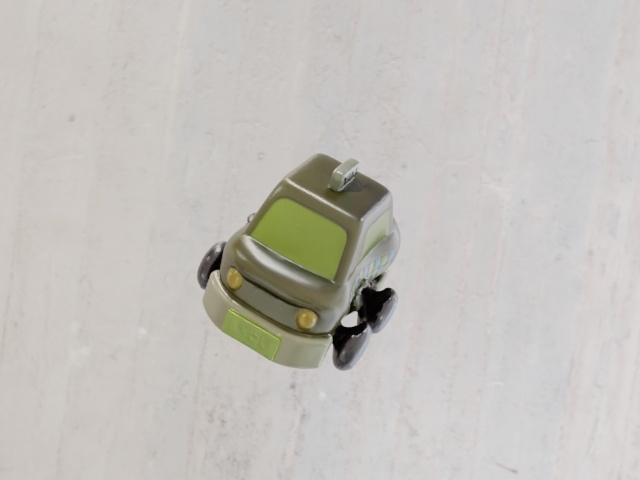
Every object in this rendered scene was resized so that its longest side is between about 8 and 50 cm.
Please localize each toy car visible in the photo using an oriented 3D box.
[{"bbox_3d":[0.000,0.000,0.925,0.204,0.248,0.198,29,120,11],"label":"toy car"}]
